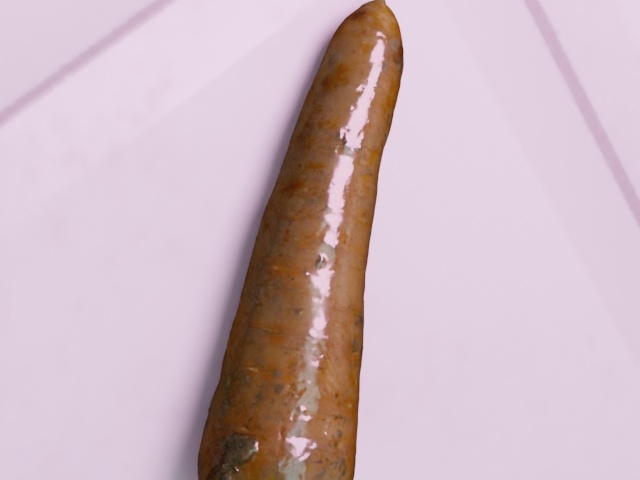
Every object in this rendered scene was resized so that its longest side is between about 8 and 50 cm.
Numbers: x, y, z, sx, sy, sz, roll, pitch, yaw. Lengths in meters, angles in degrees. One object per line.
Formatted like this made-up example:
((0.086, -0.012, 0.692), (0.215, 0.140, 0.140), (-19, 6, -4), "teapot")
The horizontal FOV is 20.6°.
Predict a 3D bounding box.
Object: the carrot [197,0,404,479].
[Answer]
((0.000, 0.000, 0.857), (0.078, 0.078, 0.298), (16, 83, -30), "carrot")
